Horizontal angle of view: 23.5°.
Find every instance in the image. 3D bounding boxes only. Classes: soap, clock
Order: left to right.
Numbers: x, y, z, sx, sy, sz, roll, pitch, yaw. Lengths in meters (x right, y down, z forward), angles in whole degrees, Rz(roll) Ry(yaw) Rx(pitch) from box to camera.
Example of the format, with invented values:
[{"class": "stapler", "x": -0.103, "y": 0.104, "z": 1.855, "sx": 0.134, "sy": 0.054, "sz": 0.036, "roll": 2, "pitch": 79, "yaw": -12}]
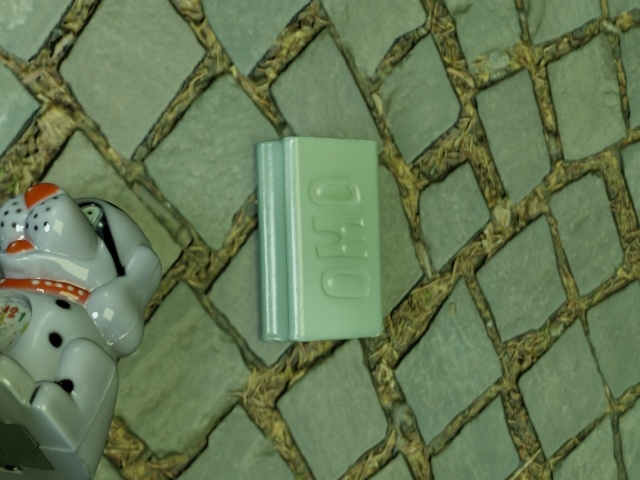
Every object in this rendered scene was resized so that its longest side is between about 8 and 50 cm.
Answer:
[{"class": "clock", "x": -0.220, "y": 0.064, "z": 1.278, "sx": 0.189, "sy": 0.188, "sz": 0.254, "roll": 45, "pitch": 53, "yaw": -29}, {"class": "soap", "x": 0.000, "y": 0.000, "z": 1.525, "sx": 0.119, "sy": 0.066, "sz": 0.198, "roll": -1, "pitch": 88, "yaw": -38}]
